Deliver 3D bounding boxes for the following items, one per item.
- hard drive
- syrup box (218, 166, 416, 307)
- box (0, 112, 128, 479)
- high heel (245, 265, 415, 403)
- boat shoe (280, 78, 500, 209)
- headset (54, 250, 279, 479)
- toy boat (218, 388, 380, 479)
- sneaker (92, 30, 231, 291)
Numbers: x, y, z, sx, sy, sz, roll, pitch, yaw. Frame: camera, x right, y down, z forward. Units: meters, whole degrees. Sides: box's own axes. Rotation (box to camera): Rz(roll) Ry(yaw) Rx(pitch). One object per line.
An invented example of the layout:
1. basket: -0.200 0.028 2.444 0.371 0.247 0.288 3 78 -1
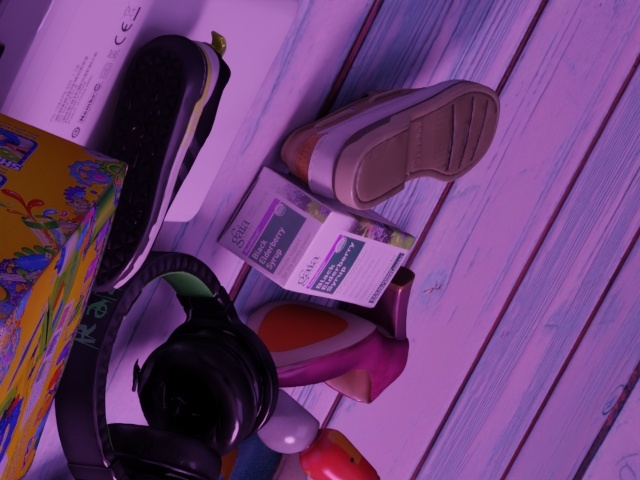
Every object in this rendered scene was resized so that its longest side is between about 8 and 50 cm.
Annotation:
1. hard drive: -0.164 -0.127 1.641 0.353 0.047 0.233 2 119 -62
2. syrup box: 0.000 0.000 2.053 0.093 0.096 0.237 -59 157 7
3. box: -0.289 0.086 1.393 0.279 0.177 0.290 -65 177 -64
4. high heel: 0.006 0.151 2.204 0.377 0.127 0.181 -21 128 -58
5. boat shoe: 0.078 -0.114 2.049 0.302 0.103 0.113 -19 124 -53
6. headset: -0.158 0.186 1.906 0.243 0.185 0.394 -59 139 -40
7. toy boat: -0.078 0.269 2.128 0.318 0.148 0.267 -38 -165 41
8. sneaker: -0.131 -0.061 1.623 0.097 0.084 0.234 -3 123 -62
